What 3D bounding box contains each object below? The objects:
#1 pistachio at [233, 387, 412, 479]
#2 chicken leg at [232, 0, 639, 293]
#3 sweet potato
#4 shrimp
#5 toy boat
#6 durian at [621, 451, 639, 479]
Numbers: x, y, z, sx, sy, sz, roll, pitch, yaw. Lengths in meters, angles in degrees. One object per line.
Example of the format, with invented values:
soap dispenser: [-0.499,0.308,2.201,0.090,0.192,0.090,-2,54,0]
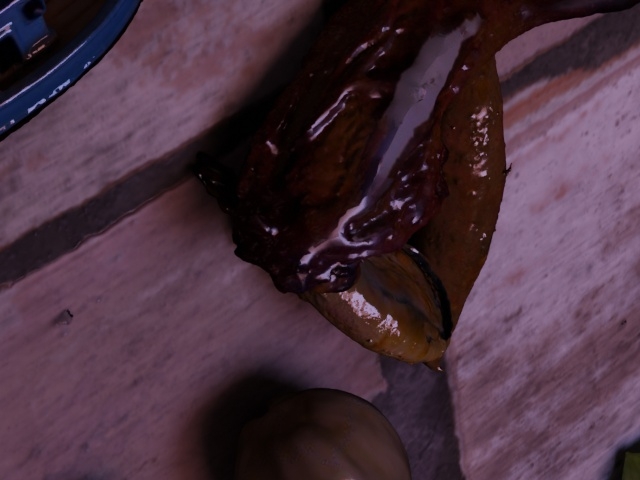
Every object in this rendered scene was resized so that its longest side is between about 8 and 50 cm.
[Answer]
pistachio: [0.005,0.194,1.455,0.138,0.153,0.238,-34,162,-12]
chicken leg: [0.085,-0.118,1.338,0.407,0.096,0.158,-42,109,-26]
sweet potato: [0.110,-0.027,1.470,0.066,0.072,0.314,-38,137,-52]
shrimp: [-0.005,0.006,1.395,0.066,0.117,0.262,-39,118,22]
toy boat: [-0.182,-0.131,1.096,0.223,0.100,0.097,-43,151,-18]
durian: [0.383,0.257,1.898,0.139,0.101,0.250,-34,148,28]
